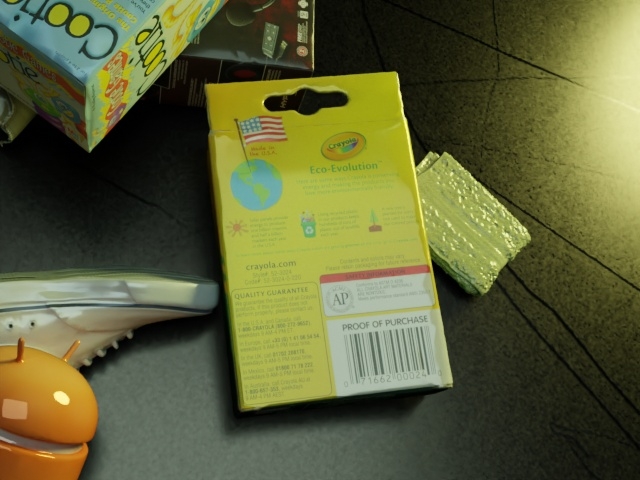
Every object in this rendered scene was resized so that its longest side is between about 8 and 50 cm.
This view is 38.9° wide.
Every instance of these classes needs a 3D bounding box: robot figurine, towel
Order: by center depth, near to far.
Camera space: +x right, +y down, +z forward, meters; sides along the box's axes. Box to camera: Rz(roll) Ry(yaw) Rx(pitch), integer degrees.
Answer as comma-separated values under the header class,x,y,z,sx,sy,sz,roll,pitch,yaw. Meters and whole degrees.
class,x,y,z,sx,sy,sz,roll,pitch,yaw
robot figurine,-0.259,0.180,0.731,0.158,0.128,0.219,23,89,-29
towel,0.144,-0.020,0.970,0.148,0.027,0.110,42,66,7

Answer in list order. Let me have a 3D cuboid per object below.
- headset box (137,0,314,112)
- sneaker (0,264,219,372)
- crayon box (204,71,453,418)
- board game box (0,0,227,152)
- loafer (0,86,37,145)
class,x,y,z,sx,sy,sz,roll,pitch,yaw
headset box,-0.157,-0.260,0.952,0.293,0.110,0.218,5,69,-10
sneaker,-0.221,0.074,0.831,0.258,0.094,0.091,-2,98,-16
crayon box,0.000,0.000,0.882,0.202,0.081,0.318,-5,76,-10
board game box,-0.173,-0.241,0.804,0.144,0.142,0.275,37,69,0
loafer,-0.393,-0.156,0.868,0.251,0.094,0.087,13,63,-7
